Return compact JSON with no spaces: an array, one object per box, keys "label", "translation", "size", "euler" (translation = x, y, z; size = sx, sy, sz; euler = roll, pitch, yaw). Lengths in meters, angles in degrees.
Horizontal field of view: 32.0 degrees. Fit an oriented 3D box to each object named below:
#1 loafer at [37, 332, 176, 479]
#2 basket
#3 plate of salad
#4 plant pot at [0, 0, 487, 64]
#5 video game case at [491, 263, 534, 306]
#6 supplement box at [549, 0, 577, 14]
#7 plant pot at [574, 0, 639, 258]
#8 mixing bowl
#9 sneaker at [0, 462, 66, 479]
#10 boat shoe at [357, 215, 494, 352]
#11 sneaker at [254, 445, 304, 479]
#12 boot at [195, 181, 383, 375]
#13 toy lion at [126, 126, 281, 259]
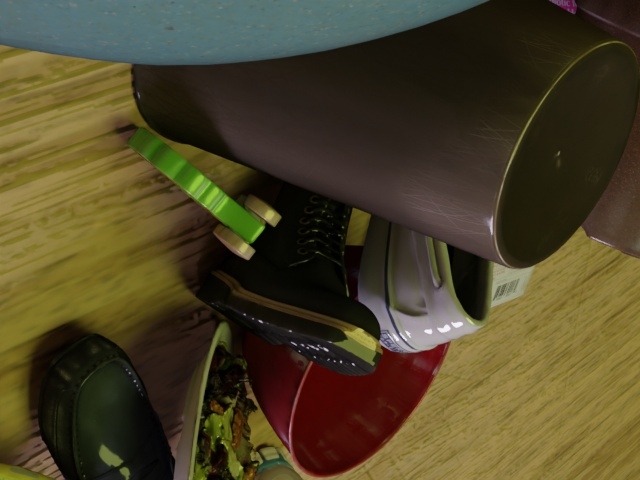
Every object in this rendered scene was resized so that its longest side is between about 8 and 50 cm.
[{"label":"loafer","translation":[-0.125,0.150,0.727],"size":[0.076,0.078,0.223],"euler":[-37,142,-30]},{"label":"basket","translation":[0.044,-0.089,0.622],"size":[0.204,0.227,0.154],"euler":[-41,143,-25]},{"label":"plate of salad","translation":[-0.064,0.154,0.754],"size":[0.200,0.048,0.199],"euler":[5,90,-87]},{"label":"plant pot","translation":[-0.079,-0.175,0.381],"size":[0.195,0.290,0.290],"euler":[-27,143,0]},{"label":"video game case","translation":[0.131,-0.026,0.959],"size":[0.232,0.042,0.210],"euler":[-15,127,-47]},{"label":"supplement box","translation":[0.204,-0.155,0.844],"size":[0.114,0.111,0.220],"euler":[-32,124,-33]},{"label":"plant pot","translation":[0.214,-0.083,0.706],"size":[0.167,0.167,0.165],"euler":[-3,120,-52]},{"label":"mixing bowl","translation":[0.009,0.072,0.824],"size":[0.181,0.098,0.181],"euler":[-33,140,-33]},{"label":"sneaker","translation":[-0.227,0.210,0.660],"size":[0.094,0.081,0.208],"euler":[38,91,-29]},{"label":"boat shoe","translation":[0.090,-0.051,0.745],"size":[0.095,0.084,0.258],"euler":[23,63,-41]},{"label":"sneaker","translation":[-0.075,0.240,0.868],"size":[0.191,0.083,0.071],"euler":[-36,143,-29]},{"label":"boot","translation":[0.000,0.000,0.693],"size":[0.077,0.198,0.137],"euler":[37,80,-29]},{"label":"toy lion","translation":[-0.072,-0.031,0.655],"size":[0.034,0.096,0.100],"euler":[-52,-173,-3]}]
